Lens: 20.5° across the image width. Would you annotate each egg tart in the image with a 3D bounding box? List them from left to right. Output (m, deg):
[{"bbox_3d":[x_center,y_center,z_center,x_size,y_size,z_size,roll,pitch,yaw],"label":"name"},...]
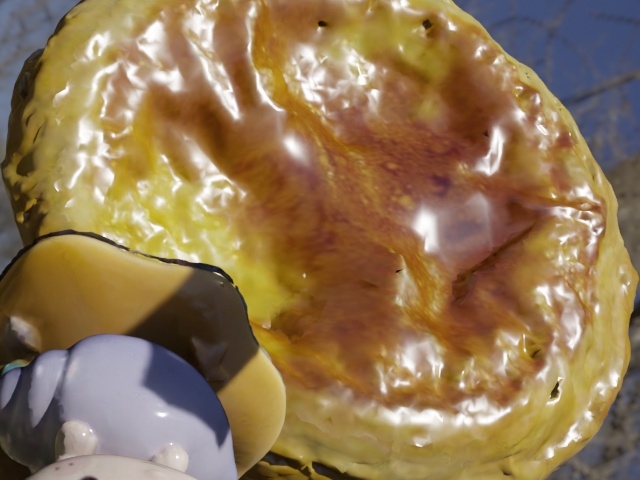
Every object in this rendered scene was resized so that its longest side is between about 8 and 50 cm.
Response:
[{"bbox_3d":[0.000,0.000,1.175,0.443,0.443,0.178,62,-36,20],"label":"egg tart"}]

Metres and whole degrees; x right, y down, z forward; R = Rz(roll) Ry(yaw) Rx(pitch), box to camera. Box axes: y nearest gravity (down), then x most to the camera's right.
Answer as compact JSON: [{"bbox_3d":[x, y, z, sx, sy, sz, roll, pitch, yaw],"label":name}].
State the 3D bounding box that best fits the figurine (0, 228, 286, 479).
[{"bbox_3d":[-0.084,0.135,0.693,0.181,0.208,0.257,49,13,-24],"label":"figurine"}]
